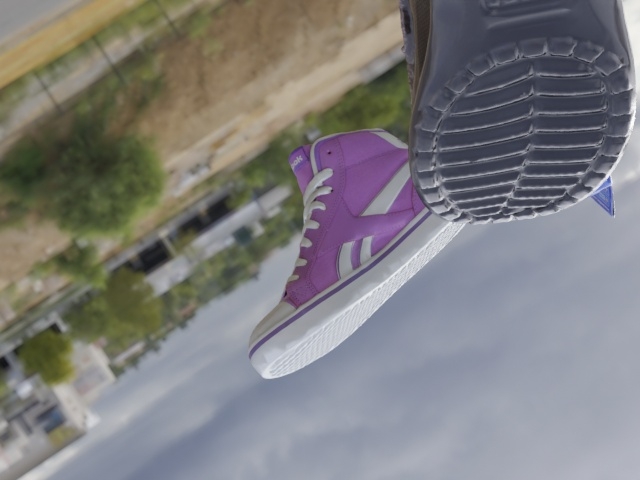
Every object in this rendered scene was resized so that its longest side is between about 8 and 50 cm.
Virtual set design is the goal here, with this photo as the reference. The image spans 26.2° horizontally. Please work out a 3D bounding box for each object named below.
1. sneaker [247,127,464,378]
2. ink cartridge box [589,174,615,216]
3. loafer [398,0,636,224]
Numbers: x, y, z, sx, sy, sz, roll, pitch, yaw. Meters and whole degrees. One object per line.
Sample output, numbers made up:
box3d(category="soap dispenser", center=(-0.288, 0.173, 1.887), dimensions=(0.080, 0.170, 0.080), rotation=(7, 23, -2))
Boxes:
box3d(category="sneaker", center=(0.000, 0.000, 1.274), dimensions=(0.282, 0.161, 0.102), rotation=(-40, 168, -33))
box3d(category="ink cartridge box", center=(0.271, -0.178, 1.681), dimensions=(0.065, 0.311, 0.186), rotation=(-29, -142, -9))
box3d(category="loafer", center=(0.112, -0.151, 0.794), dimensions=(0.134, 0.130, 0.366), rotation=(-4, 141, 0))
